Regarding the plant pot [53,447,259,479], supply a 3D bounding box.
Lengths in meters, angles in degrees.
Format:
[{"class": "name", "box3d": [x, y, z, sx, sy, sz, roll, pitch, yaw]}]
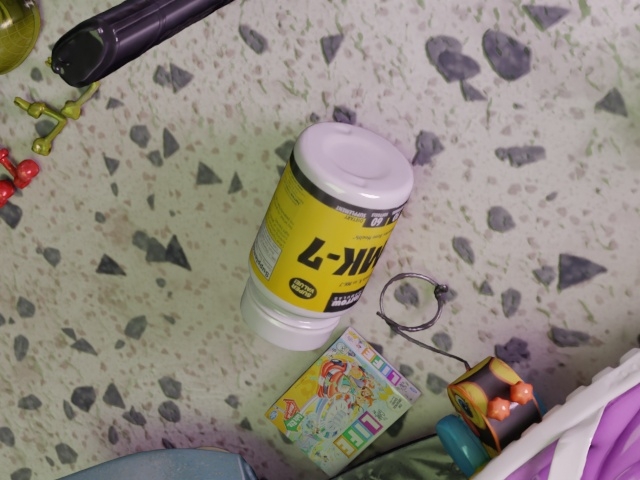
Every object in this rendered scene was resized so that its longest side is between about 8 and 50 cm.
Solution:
[{"class": "plant pot", "box3d": [-0.154, 0.372, 1.492, 0.252, 0.248, 0.247, -28, 125, 4]}]

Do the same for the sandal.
[{"class": "sandal", "box3d": [0.242, 0.227, 1.203, 0.169, 0.102, 0.416, 35, 101, -29]}]

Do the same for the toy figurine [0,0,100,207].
[{"class": "toy figurine", "box3d": [-0.429, -0.093, 1.434, 0.191, 0.217, 0.362, 50, 127, -3]}]

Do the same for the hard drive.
[{"class": "hard drive", "box3d": [0.095, 0.299, 1.442, 0.254, 0.054, 0.172, -30, 96, 26]}]

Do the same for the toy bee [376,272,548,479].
[{"class": "toy bee", "box3d": [0.164, 0.181, 1.282, 0.298, 0.162, 0.195, 36, 83, -10]}]

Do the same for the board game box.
[{"class": "board game box", "box3d": [0.022, 0.175, 1.454, 0.103, 0.026, 0.154, 43, 126, 2]}]

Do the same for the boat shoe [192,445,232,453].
[{"class": "boat shoe", "box3d": [-0.162, 0.277, 1.588, 0.152, 0.049, 0.056, -14, 107, 32]}]

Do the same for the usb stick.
[{"class": "usb stick", "box3d": [-0.135, -0.201, 1.186, 0.077, 0.278, 0.045, -37, 94, 36]}]

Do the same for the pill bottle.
[{"class": "pill bottle", "box3d": [0.000, 0.000, 1.319, 0.119, 0.119, 0.208, 31, 126, 10]}]
